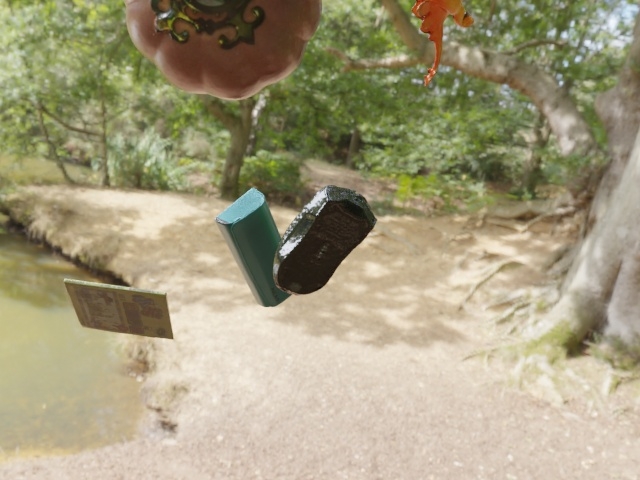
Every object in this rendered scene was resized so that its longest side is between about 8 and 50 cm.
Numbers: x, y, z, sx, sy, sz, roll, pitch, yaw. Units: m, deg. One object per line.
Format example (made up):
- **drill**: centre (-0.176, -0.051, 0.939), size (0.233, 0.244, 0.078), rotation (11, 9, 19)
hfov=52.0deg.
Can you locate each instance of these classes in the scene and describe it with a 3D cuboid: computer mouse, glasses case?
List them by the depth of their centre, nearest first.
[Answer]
- **computer mouse**: centre (0.000, 0.000, 1.145), size (0.122, 0.217, 0.073), rotation (31, 18, -29)
- **glasses case**: centre (-0.132, 0.030, 1.491), size (0.070, 0.117, 0.301), rotation (34, -24, 36)

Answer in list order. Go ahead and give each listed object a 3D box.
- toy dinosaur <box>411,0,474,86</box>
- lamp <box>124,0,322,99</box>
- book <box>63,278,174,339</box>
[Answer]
- **toy dinosaur**: centre (0.187, -0.363, 0.946), size (0.117, 0.288, 0.070), rotation (1, 38, -40)
- **lamp**: centre (-0.145, -0.369, 0.998), size (0.305, 0.306, 0.240), rotation (13, 14, -1)
- **book**: centre (-0.385, 0.135, 1.271), size (0.192, 0.168, 0.013), rotation (8, 52, -1)
